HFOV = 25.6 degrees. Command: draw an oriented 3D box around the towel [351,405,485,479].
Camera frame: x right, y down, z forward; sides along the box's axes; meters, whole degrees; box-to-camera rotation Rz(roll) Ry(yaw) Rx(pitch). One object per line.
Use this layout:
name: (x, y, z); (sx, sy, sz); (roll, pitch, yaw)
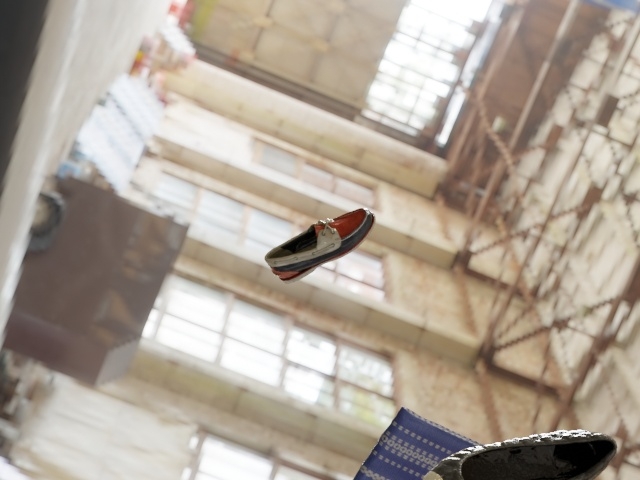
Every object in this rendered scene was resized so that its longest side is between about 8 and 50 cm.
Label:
towel: (0.088, 0.330, 1.356); (0.336, 0.243, 0.040); (-57, -159, 18)

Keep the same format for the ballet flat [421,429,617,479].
ballet flat: (0.147, 0.174, 1.070); (0.057, 0.173, 0.049); (67, -28, 18)

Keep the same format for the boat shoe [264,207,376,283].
boat shoe: (0.000, 0.000, 1.631); (0.137, 0.043, 0.049); (-31, -143, 10)
